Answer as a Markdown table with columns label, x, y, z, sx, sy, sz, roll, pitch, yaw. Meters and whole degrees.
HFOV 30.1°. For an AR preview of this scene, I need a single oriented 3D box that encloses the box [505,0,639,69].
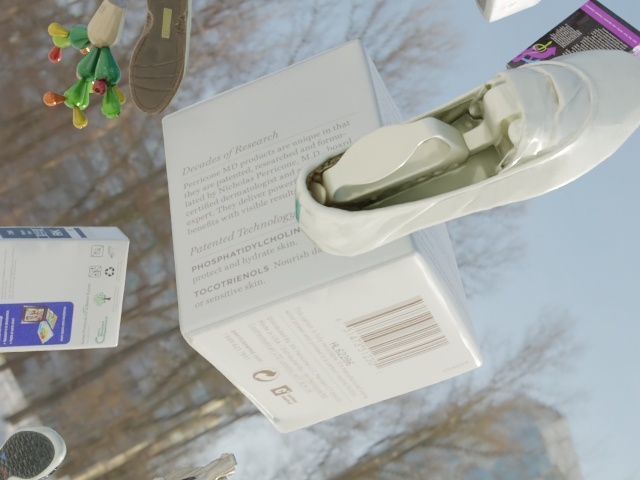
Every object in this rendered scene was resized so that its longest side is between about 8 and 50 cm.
| label | x | y | z | sx | sy | sz | roll | pitch | yaw |
| --- | --- | --- | --- | --- | --- | --- | --- | --- | --- |
| box | 0.356 | -0.256 | 1.658 | 0.116 | 0.162 | 0.029 | 50 | -6 | 38 |

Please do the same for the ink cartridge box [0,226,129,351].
| label | x | y | z | sx | sy | sz | roll | pitch | yaw |
| --- | --- | --- | --- | --- | --- | --- | --- | --- | --- |
| ink cartridge box | -0.428 | 0.066 | 1.590 | 0.065 | 0.332 | 0.165 | 37 | -59 | 54 |

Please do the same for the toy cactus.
| label | x | y | z | sx | sy | sz | roll | pitch | yaw |
| --- | --- | --- | --- | --- | --- | --- | --- | --- | --- |
| toy cactus | -0.341 | -0.276 | 1.747 | 0.180 | 0.112 | 0.219 | -61 | -143 | 26 |

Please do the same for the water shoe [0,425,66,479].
| label | x | y | z | sx | sy | sz | roll | pitch | yaw |
| --- | --- | --- | --- | --- | --- | --- | --- | --- | --- |
| water shoe | -0.401 | 0.301 | 1.660 | 0.203 | 0.080 | 0.073 | -30 | -104 | 40 |

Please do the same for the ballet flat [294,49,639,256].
| label | x | y | z | sx | sy | sz | roll | pitch | yaw |
| --- | --- | --- | --- | --- | --- | --- | --- | --- | --- |
| ballet flat | 0.153 | -0.099 | 1.220 | 0.139 | 0.400 | 0.139 | -23 | 90 | -83 |

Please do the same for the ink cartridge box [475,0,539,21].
| label | x | y | z | sx | sy | sz | roll | pitch | yaw |
| --- | --- | --- | --- | --- | --- | --- | --- | --- | --- |
| ink cartridge box | 0.347 | -0.428 | 1.748 | 0.189 | 0.232 | 0.066 | 87 | -18 | -67 |

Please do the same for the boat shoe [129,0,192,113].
| label | x | y | z | sx | sy | sz | roll | pitch | yaw |
| --- | --- | --- | --- | --- | --- | --- | --- | --- | --- |
| boat shoe | -0.183 | -0.247 | 1.443 | 0.072 | 0.068 | 0.190 | -68 | 176 | -67 |

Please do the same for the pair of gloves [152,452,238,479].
| label | x | y | z | sx | sy | sz | roll | pitch | yaw |
| --- | --- | --- | --- | --- | --- | --- | --- | --- | --- |
| pair of gloves | -0.172 | 0.241 | 1.000 | 0.042 | 0.204 | 0.240 | 60 | -21 | -1 |

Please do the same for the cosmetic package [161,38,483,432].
| label | x | y | z | sx | sy | sz | roll | pitch | yaw |
| --- | --- | --- | --- | --- | --- | --- | --- | --- | --- |
| cosmetic package | 0.000 | 0.000 | 1.707 | 0.329 | 0.327 | 0.394 | 54 | 19 | -49 |
